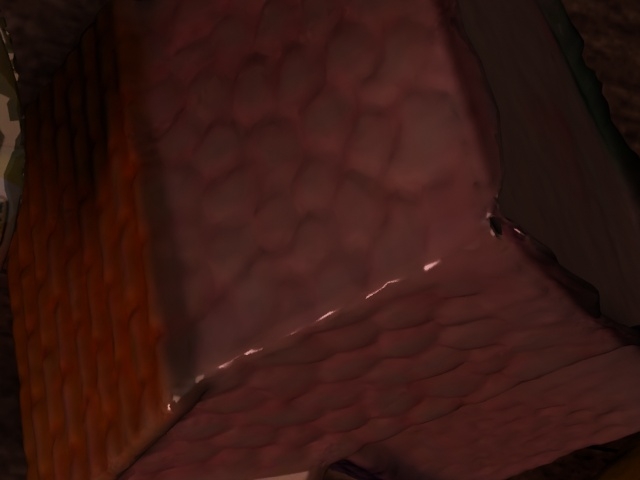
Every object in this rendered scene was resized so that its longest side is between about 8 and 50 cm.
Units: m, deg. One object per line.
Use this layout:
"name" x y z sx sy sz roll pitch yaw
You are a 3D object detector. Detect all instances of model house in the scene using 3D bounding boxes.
"model house" 0.000 0.000 0.630 0.237 0.202 0.237 -26 152 20

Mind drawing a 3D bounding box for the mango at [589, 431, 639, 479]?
"mango" 0.246 0.171 0.765 0.365 0.182 0.253 -26 111 -5

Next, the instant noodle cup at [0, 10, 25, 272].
"instant noodle cup" -0.226 -0.035 0.538 0.205 0.153 0.205 -7 102 -34
